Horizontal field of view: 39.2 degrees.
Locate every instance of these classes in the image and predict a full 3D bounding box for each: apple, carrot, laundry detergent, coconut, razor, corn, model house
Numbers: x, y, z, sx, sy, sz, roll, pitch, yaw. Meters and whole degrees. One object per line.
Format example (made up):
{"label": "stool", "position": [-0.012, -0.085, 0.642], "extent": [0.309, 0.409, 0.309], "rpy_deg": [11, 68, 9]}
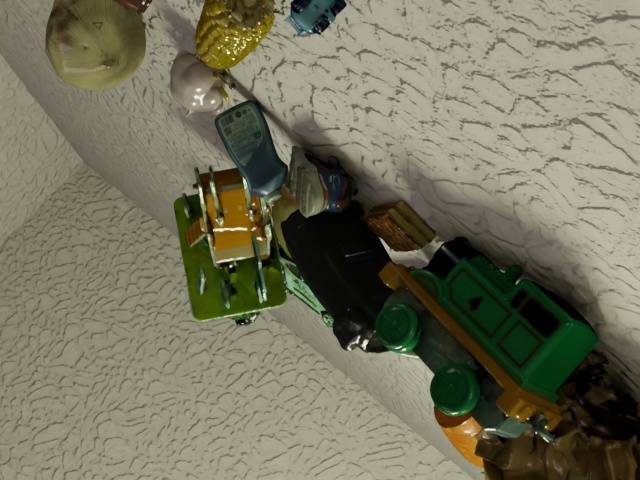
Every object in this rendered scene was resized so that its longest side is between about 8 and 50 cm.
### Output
{"label": "apple", "position": [0.000, 0.000, 2.019], "extent": [0.193, 0.120, 0.265], "rpy_deg": [17, 156, 40]}
{"label": "carrot", "position": [0.381, 0.416, 2.048], "extent": [0.214, 0.193, 0.331], "rpy_deg": [-20, 129, 33]}
{"label": "laundry detergent", "position": [-0.125, -0.164, 1.747], "extent": [0.061, 0.097, 0.206], "rpy_deg": [120, 126, -82]}
{"label": "coconut", "position": [-0.460, -0.414, 1.835], "extent": [0.224, 0.224, 0.224], "rpy_deg": [39, 167, 11]}
{"label": "razor", "position": [0.061, 0.064, 1.713], "extent": [0.326, 0.189, 0.107], "rpy_deg": [60, 145, 32]}
{"label": "corn", "position": [-0.142, -0.328, 1.392], "extent": [0.106, 0.106, 0.305], "rpy_deg": [44, 167, -10]}
{"label": "model house", "position": [-0.215, -0.016, 2.044], "extent": [0.313, 0.243, 0.357], "rpy_deg": [91, 169, -69]}

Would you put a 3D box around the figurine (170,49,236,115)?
{"label": "figurine", "position": [-0.241, -0.301, 1.745], "extent": [0.137, 0.112, 0.229], "rpy_deg": [66, 165, -5]}

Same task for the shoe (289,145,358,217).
{"label": "shoe", "position": [0.008, -0.117, 1.705], "extent": [0.227, 0.126, 0.099], "rpy_deg": [-114, 22, -62]}

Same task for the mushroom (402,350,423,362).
{"label": "mushroom", "position": [0.344, 0.267, 1.754], "extent": [0.397, 0.177, 0.126], "rpy_deg": [41, -177, -10]}

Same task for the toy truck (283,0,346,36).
{"label": "toy truck", "position": [-0.012, -0.298, 1.172], "extent": [0.056, 0.073, 0.090], "rpy_deg": [45, 166, -13]}

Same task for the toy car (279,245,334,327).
{"label": "toy car", "position": [0.000, 0.097, 2.301], "extent": [0.306, 0.136, 0.125], "rpy_deg": [36, 145, 19]}

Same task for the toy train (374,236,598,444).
{"label": "toy train", "position": [0.260, 0.144, 1.456], "extent": [0.178, 0.249, 0.429], "rpy_deg": [27, -164, -48]}

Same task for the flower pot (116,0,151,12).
{"label": "flower pot", "position": [-0.326, -0.449, 1.564], "extent": [0.089, 0.111, 0.111], "rpy_deg": [31, 170, -15]}

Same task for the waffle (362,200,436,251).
{"label": "waffle", "position": [0.143, -0.024, 1.671], "extent": [0.102, 0.042, 0.148], "rpy_deg": [43, 167, -10]}

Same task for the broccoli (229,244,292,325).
{"label": "broccoli", "position": [-0.192, 0.067, 2.513], "extent": [0.284, 0.321, 0.303], "rpy_deg": [5, 143, 4]}

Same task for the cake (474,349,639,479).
{"label": "cake", "position": [0.429, 0.352, 1.501], "extent": [0.332, 0.332, 0.321], "rpy_deg": [27, 129, 49]}
